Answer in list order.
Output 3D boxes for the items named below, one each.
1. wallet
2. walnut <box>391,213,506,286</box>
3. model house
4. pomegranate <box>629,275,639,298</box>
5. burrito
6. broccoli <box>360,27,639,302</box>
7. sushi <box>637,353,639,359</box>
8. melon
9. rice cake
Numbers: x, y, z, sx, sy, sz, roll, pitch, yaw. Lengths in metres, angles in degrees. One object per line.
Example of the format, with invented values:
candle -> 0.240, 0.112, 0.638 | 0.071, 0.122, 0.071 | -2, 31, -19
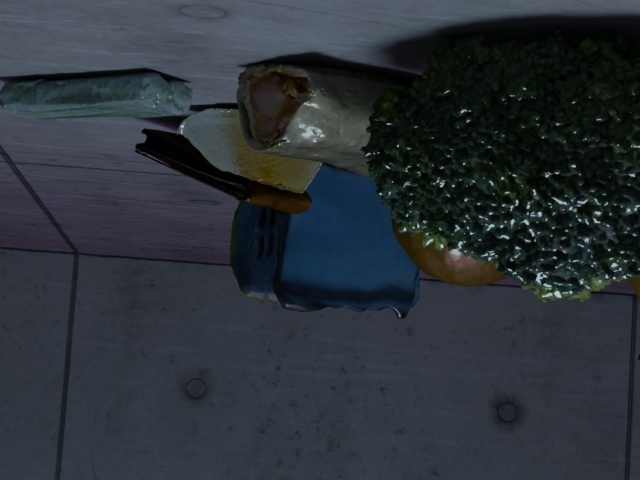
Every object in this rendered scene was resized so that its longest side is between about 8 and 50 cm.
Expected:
wallet -> -0.123, -0.085, 2.124 | 0.195, 0.042, 0.161 | 30, -166, 28
walnut -> 0.193, -0.043, 2.044 | 0.203, 0.203, 0.298 | 1, 176, 21
model house -> 0.000, 0.000, 2.497 | 0.237, 0.215, 0.303 | 6, 178, -18
pomegranate -> 0.484, -0.017, 1.787 | 0.319, 0.319, 0.319 | 4, 173, 0
burrito -> 0.061, -0.124, 1.816 | 0.299, 0.105, 0.143 | 10, 167, -33
broccoli -> 0.220, -0.062, 1.625 | 0.375, 0.249, 0.302 | -7, 166, 32
sushi -> 0.424, -0.018, 1.564 | 0.292, 0.294, 0.059 | 10, -165, -36
melon -> -0.070, -0.113, 2.047 | 0.203, 0.093, 0.139 | 10, -177, 13
rice cake -> -0.261, -0.165, 1.909 | 0.226, 0.040, 0.085 | 0, 172, 31
